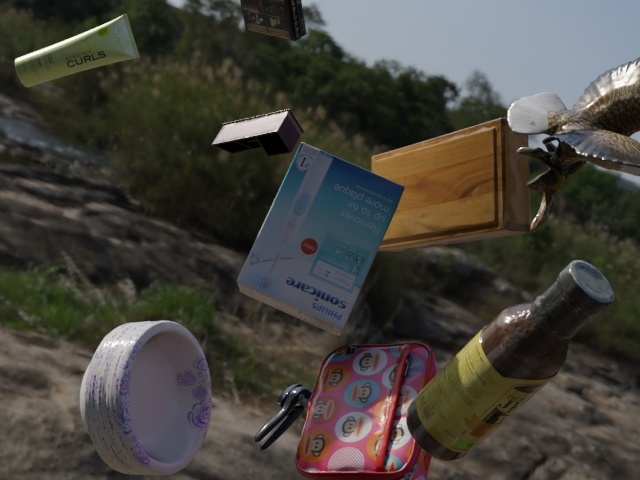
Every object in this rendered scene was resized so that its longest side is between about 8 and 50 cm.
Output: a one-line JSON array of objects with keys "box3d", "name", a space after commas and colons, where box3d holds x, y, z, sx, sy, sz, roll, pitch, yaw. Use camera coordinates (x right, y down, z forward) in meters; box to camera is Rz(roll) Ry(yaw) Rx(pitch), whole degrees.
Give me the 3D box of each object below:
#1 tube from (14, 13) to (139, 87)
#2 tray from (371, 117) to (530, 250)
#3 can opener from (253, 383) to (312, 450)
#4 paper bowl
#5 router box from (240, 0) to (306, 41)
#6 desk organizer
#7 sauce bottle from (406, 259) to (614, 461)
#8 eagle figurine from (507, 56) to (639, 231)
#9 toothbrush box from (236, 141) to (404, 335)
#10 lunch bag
[{"box3d": [-0.485, -0.371, 1.959, 0.240, 0.070, 0.062, -17, 36, 3], "name": "tube"}, {"box3d": [0.240, -0.097, 1.924, 0.076, 0.203, 0.411, 4, -7, -32], "name": "tray"}, {"box3d": [-0.083, 0.402, 2.237, 0.059, 0.186, 0.073, 48, -33, -15], "name": "can opener"}, {"box3d": [-0.338, 0.295, 1.856, 0.148, 0.284, 0.284, -7, -8, 28], "name": "paper bowl"}, {"box3d": [-0.086, -0.410, 1.744, 0.122, 0.092, 0.038, 21, 44, 35], "name": "router box"}, {"box3d": [-0.096, -0.154, 1.480, 0.130, 0.050, 0.047, -7, -49, 34], "name": "desk organizer"}, {"box3d": [0.246, 0.161, 1.298, 0.111, 0.344, 0.111, 22, 39, -19], "name": "sauce bottle"}, {"box3d": [0.442, -0.159, 1.497, 0.225, 0.226, 0.298, 0, -17, -19], "name": "eagle figurine"}, {"box3d": [0.000, 0.000, 1.852, 0.216, 0.296, 0.126, 25, -11, 4], "name": "toothbrush box"}, {"box3d": [0.108, 0.316, 1.713, 0.258, 0.293, 0.120, -4, -47, 23], "name": "lunch bag"}]
